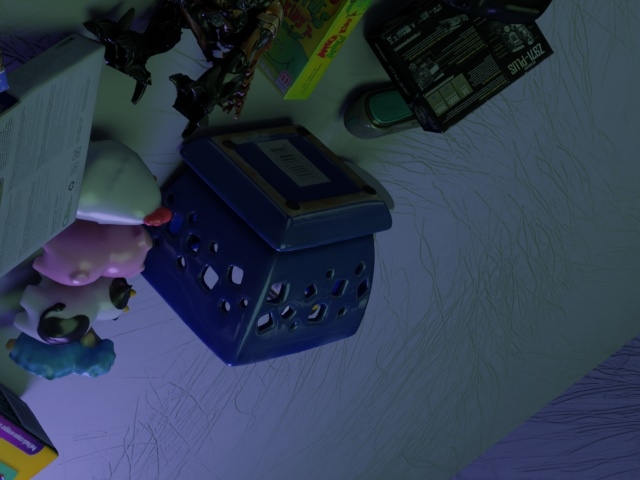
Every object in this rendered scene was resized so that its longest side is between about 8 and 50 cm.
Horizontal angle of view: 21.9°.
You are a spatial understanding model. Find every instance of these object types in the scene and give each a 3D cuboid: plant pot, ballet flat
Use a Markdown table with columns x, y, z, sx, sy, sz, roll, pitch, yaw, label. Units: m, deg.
| x | y | z | sx | sy | sz | roll | pitch | yaw | label |
| --- | --- | --- | --- | --- | --- | --- | --- | --- | --- |
| -0.065 | -0.009 | 2.052 | 0.236 | 0.236 | 0.212 | -12 | 136 | -44 | plant pot |
| 0.116 | -0.180 | 2.215 | 0.213 | 0.072 | 0.068 | -15 | 172 | -41 | ballet flat |

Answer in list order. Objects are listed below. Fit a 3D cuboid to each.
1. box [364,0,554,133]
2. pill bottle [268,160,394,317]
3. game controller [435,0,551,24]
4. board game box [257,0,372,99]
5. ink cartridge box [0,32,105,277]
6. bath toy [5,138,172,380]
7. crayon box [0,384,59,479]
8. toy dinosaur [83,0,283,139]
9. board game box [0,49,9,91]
| x | y | z | sx | sy | sz | roll | pitch | yaw | label |
| --- | --- | --- | --- | --- | --- | --- | --- | --- | --- |
| 0.173 | -0.244 | 2.060 | 0.180 | 0.147 | 0.077 | -37 | -166 | -8 | box |
| 0.000 | 0.000 | 2.268 | 0.208 | 0.119 | 0.119 | -49 | 153 | 20 | pill bottle |
| 0.248 | -0.400 | 1.934 | 0.166 | 0.067 | 0.319 | 6 | 122 | -30 | game controller |
| -0.009 | -0.257 | 1.872 | 0.043 | 0.092 | 0.181 | -4 | 137 | -49 | board game box |
| -0.302 | -0.074 | 1.673 | 0.224 | 0.045 | 0.223 | -49 | 158 | -58 | ink cartridge box |
| -0.262 | 0.024 | 1.949 | 0.348 | 0.129 | 0.151 | -65 | 179 | 43 | bath toy |
| -0.530 | 0.277 | 2.018 | 0.313 | 0.106 | 0.363 | -37 | 154 | -3 | crayon box |
| -0.102 | -0.228 | 1.748 | 0.218 | 0.164 | 0.322 | -47 | 137 | -22 | toy dinosaur |
| -0.408 | -0.208 | 1.359 | 0.232 | 0.141 | 0.291 | -31 | 153 | -18 | board game box |
